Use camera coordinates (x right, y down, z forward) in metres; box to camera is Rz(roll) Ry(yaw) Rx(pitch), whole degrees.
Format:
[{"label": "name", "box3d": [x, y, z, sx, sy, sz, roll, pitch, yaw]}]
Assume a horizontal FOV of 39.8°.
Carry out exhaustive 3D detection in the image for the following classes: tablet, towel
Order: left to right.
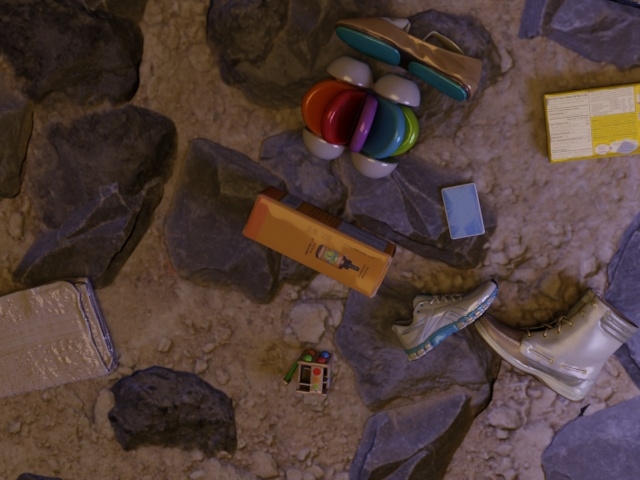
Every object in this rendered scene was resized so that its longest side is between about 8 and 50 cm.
[{"label": "towel", "box3d": [-0.509, 0.176, 1.563, 0.282, 0.049, 0.187, -15, 99, 15]}, {"label": "tablet", "box3d": [0.223, -0.046, 1.383, 0.054, 0.006, 0.083, -11, 102, 13]}]

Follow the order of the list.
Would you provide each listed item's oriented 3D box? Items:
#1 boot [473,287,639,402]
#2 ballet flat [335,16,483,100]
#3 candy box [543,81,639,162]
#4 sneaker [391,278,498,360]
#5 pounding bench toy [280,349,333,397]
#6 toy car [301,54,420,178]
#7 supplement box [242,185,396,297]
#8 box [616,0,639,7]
[{"label": "boot", "box3d": [0.361, 0.134, 1.363, 0.213, 0.077, 0.165, 33, 108, -5]}, {"label": "ballet flat", "box3d": [0.135, -0.287, 1.318, 0.232, 0.080, 0.073, 28, 79, 1]}, {"label": "candy box", "box3d": [0.436, -0.176, 1.297, 0.206, 0.027, 0.105, -5, 100, 12]}, {"label": "sneaker", "box3d": [0.192, 0.110, 1.397, 0.190, 0.071, 0.083, -38, 88, 17]}, {"label": "pounding bench toy", "box3d": [-0.025, 0.217, 1.473, 0.083, 0.052, 0.065, 6, 104, 10]}, {"label": "toy car", "box3d": [0.056, -0.181, 1.315, 0.182, 0.136, 0.159, 22, 106, 5]}, {"label": "supplement box", "box3d": [0.000, 0.000, 1.403, 0.233, 0.080, 0.078, 27, 108, 6]}, {"label": "box", "box3d": [0.465, -0.394, 1.204, 0.158, 0.093, 0.156, 17, 106, 6]}]
